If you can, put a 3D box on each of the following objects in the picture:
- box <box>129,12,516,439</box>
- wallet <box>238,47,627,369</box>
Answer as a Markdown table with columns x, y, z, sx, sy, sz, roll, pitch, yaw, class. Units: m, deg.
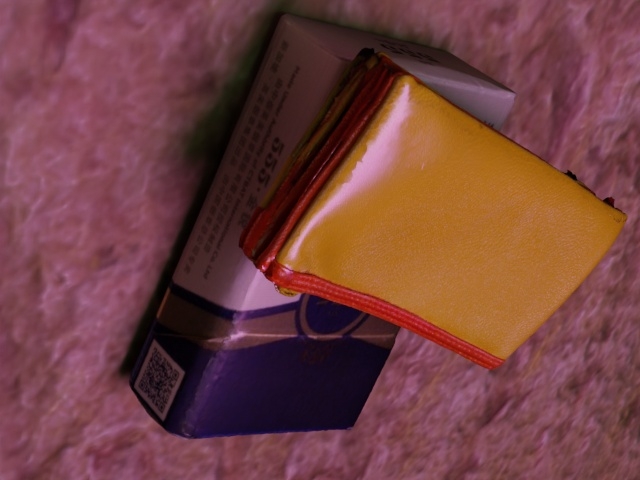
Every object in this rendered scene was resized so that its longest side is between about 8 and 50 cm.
| x | y | z | sx | sy | sz | roll | pitch | yaw | class |
| --- | --- | --- | --- | --- | --- | --- | --- | --- | --- |
| 0.000 | 0.000 | 0.881 | 0.168 | 0.071 | 0.259 | 3 | 116 | -46 | box |
| 0.067 | -0.010 | 0.838 | 0.241 | 0.067 | 0.141 | 25 | 105 | -46 | wallet |
